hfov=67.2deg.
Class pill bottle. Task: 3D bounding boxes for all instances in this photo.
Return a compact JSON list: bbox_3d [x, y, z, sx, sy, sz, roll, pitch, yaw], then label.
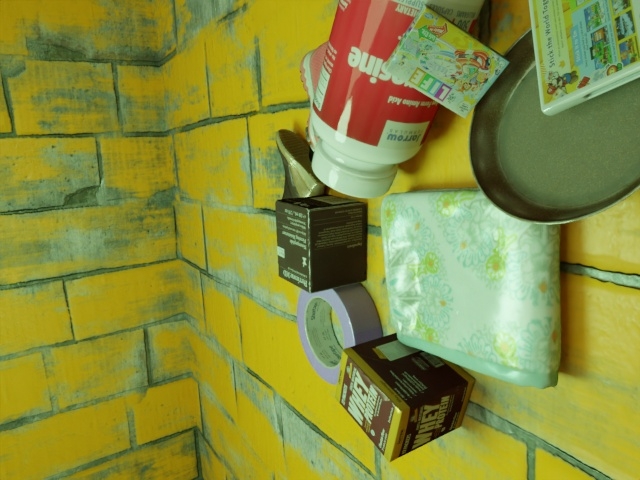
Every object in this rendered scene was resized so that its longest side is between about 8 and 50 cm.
[{"bbox_3d":[0.113,-0.291,0.880,0.229,0.229,0.407,53,139,37],"label":"pill bottle"}]

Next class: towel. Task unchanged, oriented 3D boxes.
[{"bbox_3d":[0.254,0.064,0.882,0.374,0.090,0.320,6,104,57],"label":"towel"}]

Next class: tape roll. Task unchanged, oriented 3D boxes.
[{"bbox_3d":[0.043,0.231,1.264,0.275,0.090,0.274,22,116,55],"label":"tape roll"}]

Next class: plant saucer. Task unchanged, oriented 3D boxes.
[{"bbox_3d":[0.341,-0.171,0.656,0.310,0.050,0.310,-22,63,53],"label":"plant saucer"}]

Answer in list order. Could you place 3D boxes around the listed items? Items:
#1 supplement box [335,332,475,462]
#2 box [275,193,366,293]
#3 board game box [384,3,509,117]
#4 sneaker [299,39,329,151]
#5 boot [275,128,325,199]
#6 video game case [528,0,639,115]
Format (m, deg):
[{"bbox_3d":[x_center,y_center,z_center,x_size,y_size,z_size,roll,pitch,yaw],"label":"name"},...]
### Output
[{"bbox_3d":[0.166,0.303,0.985,0.191,0.194,0.129,38,129,48],"label":"supplement box"},{"bbox_3d":[0.000,0.000,1.195,0.168,0.167,0.203,19,114,55],"label":"box"},{"bbox_3d":[0.190,-0.268,0.732,0.103,0.154,0.026,-55,19,34],"label":"board game box"},{"bbox_3d":[0.035,-0.315,1.108,0.136,0.116,0.313,-21,80,56],"label":"sneaker"},{"bbox_3d":[-0.087,-0.166,1.363,0.248,0.090,0.207,59,141,25],"label":"boot"},{"bbox_3d":[0.363,-0.298,0.596,0.206,0.026,0.227,-20,65,53],"label":"video game case"}]
